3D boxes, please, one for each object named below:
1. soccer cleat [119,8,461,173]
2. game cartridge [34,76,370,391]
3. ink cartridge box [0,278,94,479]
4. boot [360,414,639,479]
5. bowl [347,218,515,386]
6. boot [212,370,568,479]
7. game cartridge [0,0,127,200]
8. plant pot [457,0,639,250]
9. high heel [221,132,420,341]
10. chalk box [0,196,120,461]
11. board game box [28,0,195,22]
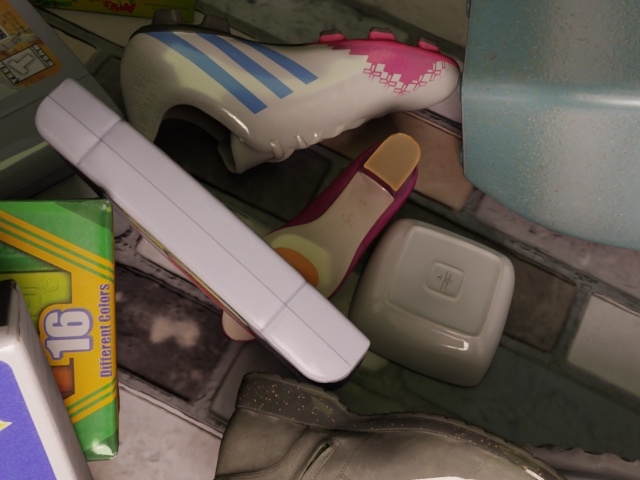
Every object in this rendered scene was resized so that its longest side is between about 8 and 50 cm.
[{"bbox_3d":[-0.027,-0.130,0.932,0.331,0.116,0.143,3,82,-11],"label":"soccer cleat"},{"bbox_3d":[-0.087,0.004,0.735,0.294,0.196,0.060,41,78,9],"label":"game cartridge"},{"bbox_3d":[-0.291,0.182,0.584,0.304,0.307,0.072,-11,39,-6],"label":"ink cartridge box"},{"bbox_3d":[0.096,0.359,0.633,0.367,0.146,0.445,7,53,8],"label":"boot"},{"bbox_3d":[0.106,0.048,0.875,0.142,0.053,0.142,22,61,3],"label":"bowl"},{"bbox_3d":[0.027,0.192,0.635,0.247,0.083,0.161,10,65,21],"label":"boot"},{"bbox_3d":[-0.347,-0.159,0.910,0.198,0.062,0.297,-33,71,-29],"label":"game cartridge"},{"bbox_3d":[0.261,-0.146,0.914,0.252,0.248,0.247,3,59,12],"label":"plant pot"},{"bbox_3d":[0.000,0.000,0.893,0.082,0.117,0.244,37,82,3],"label":"high heel"},{"bbox_3d":[-0.292,0.063,0.687,0.289,0.179,0.180,-3,90,-13],"label":"chalk box"},{"bbox_3d":[-0.220,-0.285,1.008,0.181,0.043,0.092,4,60,-8],"label":"board game box"}]
